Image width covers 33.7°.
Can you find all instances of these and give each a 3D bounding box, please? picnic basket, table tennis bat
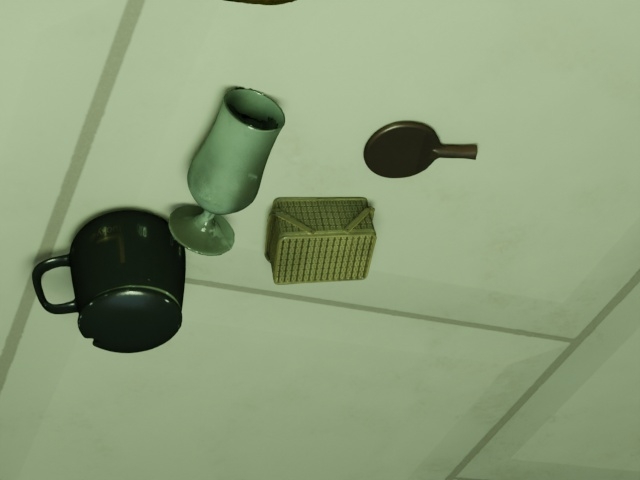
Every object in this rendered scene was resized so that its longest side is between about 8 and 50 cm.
[{"bbox_3d":[0.000,0.000,1.598,0.164,0.079,0.115,-2,138,-11],"label":"picnic basket"},{"bbox_3d":[0.152,-0.093,1.502,0.170,0.119,0.107,0,138,-11],"label":"table tennis bat"}]

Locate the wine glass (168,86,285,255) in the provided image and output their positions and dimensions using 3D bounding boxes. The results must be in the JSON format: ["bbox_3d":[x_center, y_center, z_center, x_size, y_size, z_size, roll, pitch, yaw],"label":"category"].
[{"bbox_3d":[-0.128,-0.093,1.448,0.103,0.103,0.231,10,130,-23],"label":"wine glass"}]

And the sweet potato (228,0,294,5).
[{"bbox_3d":[-0.079,-0.325,1.212,0.285,0.085,0.112,5,132,-19],"label":"sweet potato"}]

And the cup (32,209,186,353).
[{"bbox_3d":[-0.302,0.066,1.528,0.223,0.177,0.169,-9,142,-5],"label":"cup"}]
